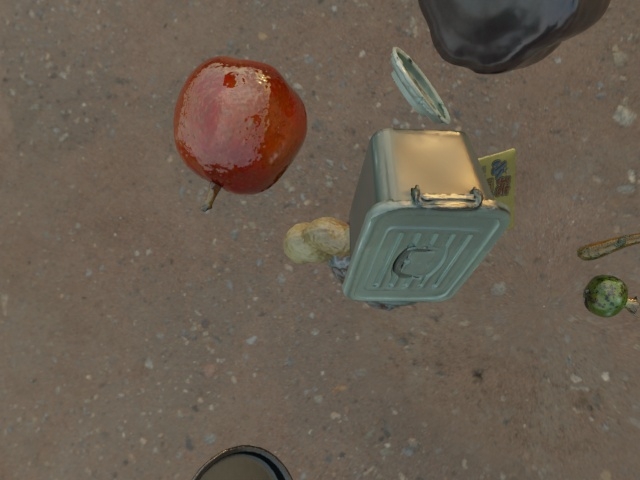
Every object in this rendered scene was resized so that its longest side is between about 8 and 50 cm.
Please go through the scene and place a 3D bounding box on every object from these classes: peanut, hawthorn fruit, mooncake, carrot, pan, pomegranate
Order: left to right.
[{"bbox_3d":[-0.125,-0.144,0.717,0.197,0.196,0.225,11,75,25],"label":"hawthorn fruit"},{"bbox_3d":[-0.047,0.316,0.535,0.028,0.235,0.136,-32,26,53],"label":"pan"},{"bbox_3d":[-0.001,0.001,1.090,0.228,0.104,0.085,-16,30,52],"label":"peanut"},{"bbox_3d":[0.281,-0.406,0.721,0.306,0.154,0.306,39,142,40],"label":"mooncake"},{"bbox_3d":[0.803,0.160,1.368,0.162,0.122,0.122,23,93,13],"label":"pomegranate"},{"bbox_3d":[0.814,0.006,1.334,0.254,0.049,0.049,-25,72,44],"label":"carrot"}]

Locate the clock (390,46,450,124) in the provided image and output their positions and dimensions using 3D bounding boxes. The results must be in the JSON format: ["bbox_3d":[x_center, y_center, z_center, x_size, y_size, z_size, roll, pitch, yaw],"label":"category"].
[{"bbox_3d":[0.240,-0.376,1.249,0.053,0.236,0.236,-36,70,29],"label":"clock"}]

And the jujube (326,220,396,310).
[{"bbox_3d":[0.161,0.069,1.485,0.226,0.317,0.226,-35,30,24],"label":"jujube"}]

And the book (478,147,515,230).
[{"bbox_3d":[0.300,-0.075,0.951,0.013,0.192,0.167,30,133,56],"label":"book"}]

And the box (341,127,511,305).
[{"bbox_3d":[0.115,-0.026,0.635,0.163,0.243,0.135,1,59,-6],"label":"box"}]
